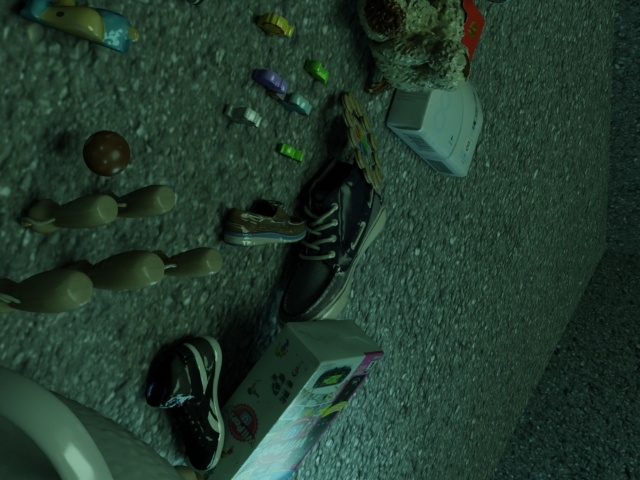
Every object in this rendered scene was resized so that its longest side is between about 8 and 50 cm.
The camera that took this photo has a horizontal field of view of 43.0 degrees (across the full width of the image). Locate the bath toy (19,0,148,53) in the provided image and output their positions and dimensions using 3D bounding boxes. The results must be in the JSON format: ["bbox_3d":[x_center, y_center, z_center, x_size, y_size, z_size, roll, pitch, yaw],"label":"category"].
[{"bbox_3d":[-0.221,-0.391,0.895,0.151,0.129,0.348,-162,-91,-77],"label":"bath toy"}]

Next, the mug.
[{"bbox_3d":[-0.291,0.285,0.860,0.276,0.328,0.374,-42,136,-43],"label":"mug"}]

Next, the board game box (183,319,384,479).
[{"bbox_3d":[-0.056,0.276,1.353,0.303,0.097,0.224,-54,153,17],"label":"board game box"}]

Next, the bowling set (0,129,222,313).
[{"bbox_3d":[-0.266,-0.025,0.986,0.287,0.154,0.199,-7,90,-56],"label":"bowling set"}]

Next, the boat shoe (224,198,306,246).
[{"bbox_3d":[-0.081,-0.031,1.321,0.183,0.066,0.066,-11,111,-56],"label":"boat shoe"}]

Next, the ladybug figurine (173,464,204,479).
[{"bbox_3d":[-0.263,0.516,1.099,0.162,0.305,0.449,15,89,-18],"label":"ladybug figurine"}]

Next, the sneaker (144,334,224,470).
[{"bbox_3d":[-0.213,0.258,1.230,0.121,0.079,0.216,-11,104,-53],"label":"sneaker"}]

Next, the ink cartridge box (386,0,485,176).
[{"bbox_3d":[0.290,-0.365,1.759,0.308,0.091,0.385,27,81,-59],"label":"ink cartridge box"}]

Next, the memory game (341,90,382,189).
[{"bbox_3d":[0.078,-0.184,1.474,0.186,0.012,0.186,-17,90,-72],"label":"memory game"}]

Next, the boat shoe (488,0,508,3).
[{"bbox_3d":[0.308,-0.595,1.677,0.335,0.121,0.119,44,65,-44],"label":"boat shoe"}]

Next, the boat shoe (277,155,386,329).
[{"bbox_3d":[0.000,0.000,1.433,0.340,0.127,0.158,-61,140,-35],"label":"boat shoe"}]

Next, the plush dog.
[{"bbox_3d":[0.140,-0.387,1.462,0.225,0.211,0.262,56,26,-35],"label":"plush dog"}]

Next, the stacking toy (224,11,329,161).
[{"bbox_3d":[-0.055,-0.235,1.291,0.221,0.052,0.167,31,76,-59],"label":"stacking toy"}]

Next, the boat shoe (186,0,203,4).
[{"bbox_3d":[-0.149,-0.370,1.089,0.038,0.046,0.125,23,75,-54],"label":"boat shoe"}]
